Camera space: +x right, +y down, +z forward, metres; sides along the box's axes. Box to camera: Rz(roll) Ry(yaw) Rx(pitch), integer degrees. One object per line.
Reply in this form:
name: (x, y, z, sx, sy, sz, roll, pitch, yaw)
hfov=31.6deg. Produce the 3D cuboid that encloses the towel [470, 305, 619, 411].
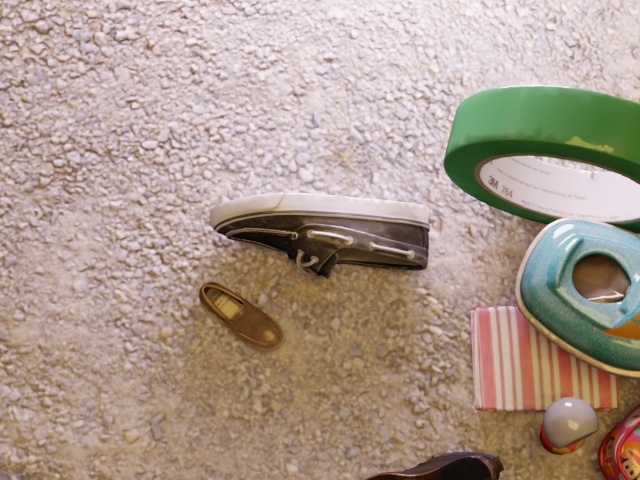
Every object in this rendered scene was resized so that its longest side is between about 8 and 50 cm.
towel: (0.304, 0.161, 1.540, 0.197, 0.029, 0.144, 0, 74, -2)

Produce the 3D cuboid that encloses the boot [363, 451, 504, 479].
boot: (0.138, 0.328, 1.478, 0.219, 0.106, 0.082, -19, 81, 23)

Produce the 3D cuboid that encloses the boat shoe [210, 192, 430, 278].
boat shoe: (0.000, 0.000, 1.533, 0.301, 0.108, 0.102, 3, 75, -8)

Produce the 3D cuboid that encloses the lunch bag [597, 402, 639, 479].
lunch bag: (0.531, 0.303, 1.444, 0.258, 0.120, 0.293, -36, 80, -11)

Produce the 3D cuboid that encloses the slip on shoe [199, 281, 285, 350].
slip on shoe: (-0.108, 0.102, 1.533, 0.135, 0.041, 0.051, 39, 79, 7)

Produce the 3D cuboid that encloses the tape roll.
tape roll: (0.321, -0.097, 1.449, 0.321, 0.321, 0.077, 15, 75, 2)

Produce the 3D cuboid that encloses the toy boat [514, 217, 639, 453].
toy boat: (0.362, 0.129, 1.452, 0.267, 0.148, 0.318, 23, 74, 11)
